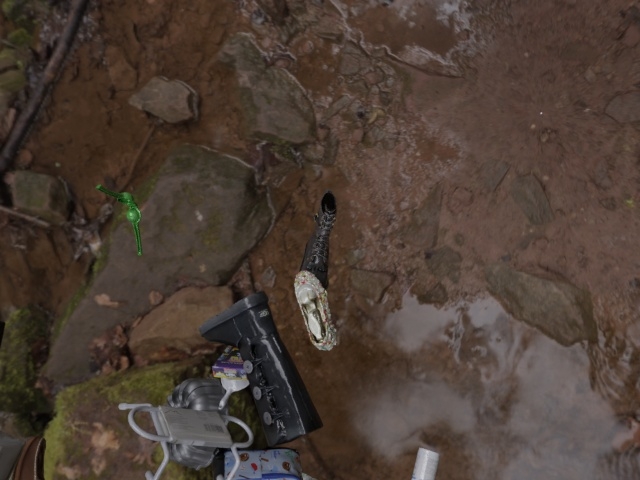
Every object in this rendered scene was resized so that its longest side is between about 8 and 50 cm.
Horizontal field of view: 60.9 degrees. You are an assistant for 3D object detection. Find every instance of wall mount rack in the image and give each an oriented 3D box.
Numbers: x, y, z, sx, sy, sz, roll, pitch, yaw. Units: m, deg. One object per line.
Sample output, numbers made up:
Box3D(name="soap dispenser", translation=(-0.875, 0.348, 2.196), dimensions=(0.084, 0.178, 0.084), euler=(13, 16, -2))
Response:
Box3D(name="wall mount rack", translation=(-0.359, 0.485, 1.392), dimensions=(0.130, 0.350, 0.304), euler=(-60, 39, 9))

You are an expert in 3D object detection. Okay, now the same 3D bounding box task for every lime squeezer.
Box3D(name="lime squeezer", translation=(-0.663, -0.094, 1.880), dimensions=(0.059, 0.109, 0.310), euler=(-12, 130, 5))

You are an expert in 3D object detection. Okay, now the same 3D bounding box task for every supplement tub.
Box3D(name="supplement tub", translation=(0.334, 0.722, 1.729), dimensions=(0.071, 0.071, 0.107), euler=(13, 71, 19))

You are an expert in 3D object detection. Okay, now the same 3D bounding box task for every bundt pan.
Box3D(name="bundt pan", translation=(-0.474, 0.652, 1.976), dimensions=(0.331, 0.124, 0.330), euler=(-25, 53, 39))

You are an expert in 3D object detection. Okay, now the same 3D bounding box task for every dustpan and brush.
Box3D(name="dustpan and brush", translation=(-0.315, 0.512, 1.957), dimensions=(0.147, 0.211, 0.060), euler=(5, 122, 22))

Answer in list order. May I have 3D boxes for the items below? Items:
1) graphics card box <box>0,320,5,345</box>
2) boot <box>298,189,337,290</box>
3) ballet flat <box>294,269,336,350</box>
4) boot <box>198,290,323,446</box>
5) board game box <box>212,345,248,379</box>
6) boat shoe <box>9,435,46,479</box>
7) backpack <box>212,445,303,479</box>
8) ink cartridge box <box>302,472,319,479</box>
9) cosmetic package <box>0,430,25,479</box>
Box3D(name="graphics card box", translation=(-0.929, 0.199, 1.176), dimensions=(0.233, 0.371, 0.094), euler=(-33, 45, 19))
Box3D(name="boot", translation=(0.000, 0.000, 1.621), dimensions=(0.091, 0.262, 0.228), euler=(8, 132, -10))
Box3D(name="ballet flat", translation=(-0.018, 0.190, 1.517), dimensions=(0.091, 0.077, 0.240), euler=(-28, 72, 16))
Box3D(name="boot", translation=(-0.203, 0.425, 1.723), dimensions=(0.367, 0.146, 0.445), euler=(-36, 77, 50))
Box3D(name="board game box", translation=(-0.272, 0.428, 1.911), dimensions=(0.171, 0.141, 0.048), euler=(1, 110, 16))
Box3D(name="boat shoe", translation=(-0.586, 0.561, 1.110), dimensions=(0.117, 0.324, 0.123), euler=(1, 138, -15))
Box3D(name="backpack", translation=(-0.174, 0.722, 1.586), dimensions=(0.264, 0.213, 0.276), euler=(-8, 131, -14))
Box3D(name="ink cartridge box", translation=(-0.057, 0.880, 1.976), dimensions=(0.181, 0.056, 0.225), euler=(36, 154, -26))
Box3D(name="cosmetic package", translation=(-0.585, 0.410, 0.839), dimensions=(0.107, 0.127, 0.238), euler=(36, 102, -21))
